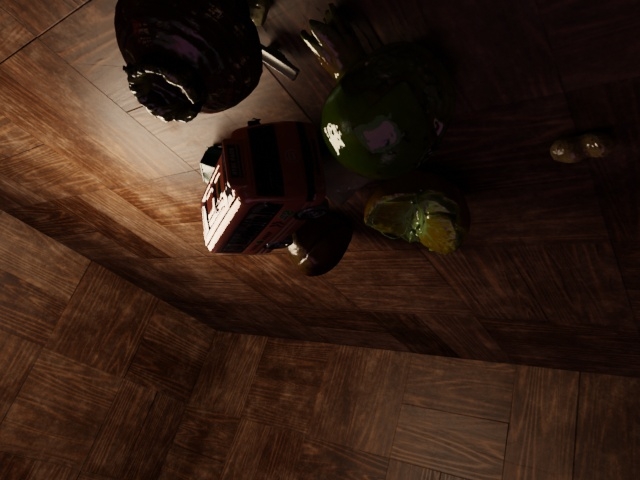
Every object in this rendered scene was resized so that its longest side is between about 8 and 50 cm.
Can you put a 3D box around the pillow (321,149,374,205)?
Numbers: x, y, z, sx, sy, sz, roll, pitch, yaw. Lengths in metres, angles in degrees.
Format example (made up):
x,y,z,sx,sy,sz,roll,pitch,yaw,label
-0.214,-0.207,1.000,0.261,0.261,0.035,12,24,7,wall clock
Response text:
x,y,z,sx,sy,sz,roll,pitch,yaw,label
0.057,-0.166,1.180,0.148,0.050,0.229,24,152,-21,pillow

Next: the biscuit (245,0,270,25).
x,y,z,sx,sy,sz,roll,pitch,yaw,label
-0.198,-0.444,0.800,0.265,0.040,0.188,31,150,-25,biscuit

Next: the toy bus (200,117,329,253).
x,y,z,sx,sy,sz,roll,pitch,yaw,label
-0.150,-0.109,1.172,0.232,0.203,0.427,-4,164,-24,toy bus

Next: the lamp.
x,y,z,sx,sy,sz,roll,pitch,yaw,label
-0.208,-0.305,0.782,0.246,0.247,0.247,15,155,7,lamp

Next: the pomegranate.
x,y,z,sx,sy,sz,roll,pitch,yaw,label
0.084,-0.247,0.831,0.302,0.236,0.236,46,151,-3,pomegranate

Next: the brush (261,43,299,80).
x,y,z,sx,sy,sz,roll,pitch,yaw,label
-0.121,-0.368,0.922,0.190,0.028,0.034,31,149,-8,brush

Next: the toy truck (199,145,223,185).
x,y,z,sx,sy,sz,roll,pitch,yaw,label
-0.275,-0.192,1.319,0.065,0.079,0.147,18,157,0,toy truck

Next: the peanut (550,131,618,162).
x,y,z,sx,sy,sz,roll,pitch,yaw,label
0.473,-0.167,0.885,0.113,0.054,0.054,-4,147,46,peanut

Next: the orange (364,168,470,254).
x,y,z,sx,sy,sz,roll,pitch,yaw,label
0.225,-0.076,1.114,0.237,0.159,0.179,14,156,10,orange

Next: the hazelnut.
x,y,z,sx,sy,sz,roll,pitch,yaw,label
0.000,0.000,1.428,0.208,0.208,0.208,15,155,7,hazelnut
